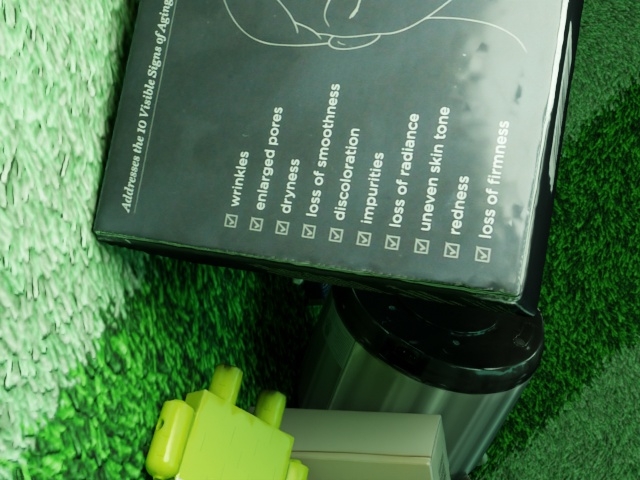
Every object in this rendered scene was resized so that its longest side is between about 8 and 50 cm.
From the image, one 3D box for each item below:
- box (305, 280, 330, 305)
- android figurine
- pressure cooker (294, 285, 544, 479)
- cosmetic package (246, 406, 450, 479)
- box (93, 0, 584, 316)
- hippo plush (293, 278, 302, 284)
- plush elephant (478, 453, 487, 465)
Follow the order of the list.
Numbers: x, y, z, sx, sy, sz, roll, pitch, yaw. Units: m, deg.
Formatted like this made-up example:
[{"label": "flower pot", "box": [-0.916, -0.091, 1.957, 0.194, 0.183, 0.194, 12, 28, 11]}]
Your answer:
[{"label": "box", "box": [0.000, 0.000, 1.546, 0.136, 0.037, 0.225, -38, 125, -68]}, {"label": "android figurine", "box": [-0.121, 0.306, 1.027, 0.248, 0.056, 0.272, 38, 49, -30]}, {"label": "pressure cooker", "box": [0.144, 0.235, 1.377, 0.370, 0.376, 0.420, -61, 171, -55]}, {"label": "cosmetic package", "box": [0.031, 0.347, 1.188, 0.113, 0.310, 0.160, -60, 142, -58]}, {"label": "box", "box": [0.046, -0.183, 0.939, 0.297, 0.472, 0.479, 25, 74, -71]}, {"label": "hippo plush", "box": [0.028, -0.112, 1.206, 0.294, 0.234, 0.236, -10, 128, -45]}, {"label": "plush elephant", "box": [0.285, 0.623, 1.938, 0.255, 0.272, 0.329, 2, 76, -60]}]
